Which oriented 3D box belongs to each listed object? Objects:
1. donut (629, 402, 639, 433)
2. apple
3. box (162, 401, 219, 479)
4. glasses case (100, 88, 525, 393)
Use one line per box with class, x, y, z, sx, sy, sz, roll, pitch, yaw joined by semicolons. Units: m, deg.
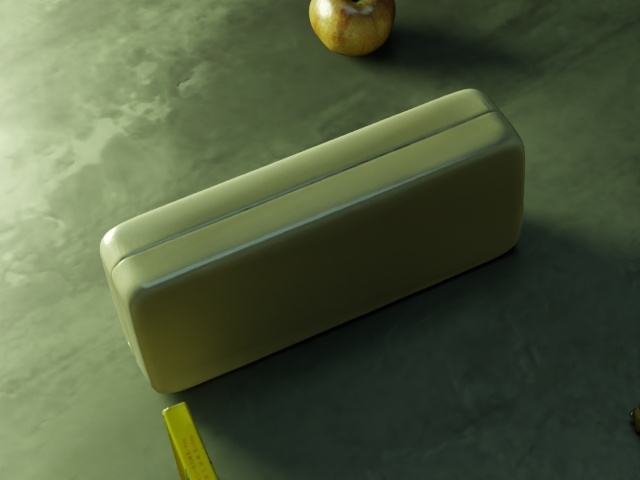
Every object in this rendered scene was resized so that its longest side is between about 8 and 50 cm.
donut;0.375;0.097;1.058;0.259;0.101;0.152;-32;59;-14
apple;0.031;-0.214;1.379;0.084;0.071;0.084;-1;57;2
box;-0.074;0.199;1.025;0.023;0.087;0.155;-18;49;-14
glasses case;0.000;0.000;1.150;0.336;0.144;0.076;-22;51;-14
